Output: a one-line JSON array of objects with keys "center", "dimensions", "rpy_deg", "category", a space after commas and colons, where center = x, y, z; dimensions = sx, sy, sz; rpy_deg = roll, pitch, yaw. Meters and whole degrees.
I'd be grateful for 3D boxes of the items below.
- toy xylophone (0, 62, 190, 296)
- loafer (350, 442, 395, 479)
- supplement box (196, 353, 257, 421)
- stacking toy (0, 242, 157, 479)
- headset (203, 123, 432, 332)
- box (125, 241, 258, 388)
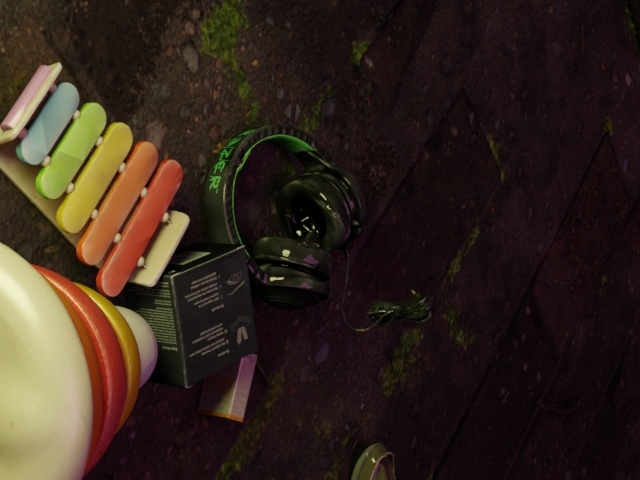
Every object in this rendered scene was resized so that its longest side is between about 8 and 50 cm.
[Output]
[{"center": [-0.297, -0.050, 1.581], "dimensions": [0.323, 0.081, 0.236], "rpy_deg": [44, 59, -47], "category": "toy xylophone"}, {"center": [0.109, 0.468, 2.197], "dimensions": [0.094, 0.087, 0.251], "rpy_deg": [-10, 102, -54], "category": "loafer"}, {"center": [-0.133, 0.205, 1.853], "dimensions": [0.036, 0.062, 0.098], "rpy_deg": [26, 73, -52], "category": "supplement box"}, {"center": [-0.312, 0.156, 1.449], "dimensions": [0.480, 0.351, 0.350], "rpy_deg": [-3, 96, -70], "category": "stacking toy"}, {"center": [0.000, 0.000, 1.913], "dimensions": [0.394, 0.185, 0.243], "rpy_deg": [48, 56, -32], "category": "headset"}, {"center": [-0.174, 0.098, 1.758], "dimensions": [0.156, 0.093, 0.158], "rpy_deg": [-24, 111, -51], "category": "box"}]
